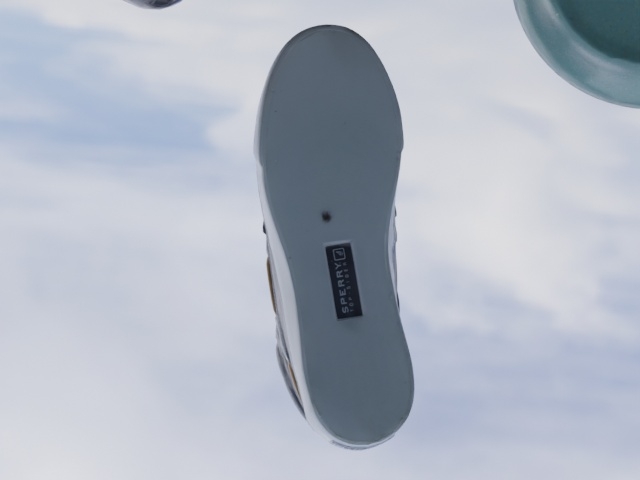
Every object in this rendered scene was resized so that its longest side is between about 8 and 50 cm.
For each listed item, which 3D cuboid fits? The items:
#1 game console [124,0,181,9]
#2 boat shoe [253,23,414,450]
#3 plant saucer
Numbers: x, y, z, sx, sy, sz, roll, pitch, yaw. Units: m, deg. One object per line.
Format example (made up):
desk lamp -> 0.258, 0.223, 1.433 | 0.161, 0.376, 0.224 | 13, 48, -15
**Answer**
game console -> -0.149, -0.300, 0.984 | 0.293, 0.250, 0.173 | 27, 171, 33
boat shoe -> 0.000, 0.000, 0.830 | 0.065, 0.183, 0.083 | -4, 178, -11
plant saucer -> 0.136, -0.113, 0.763 | 0.119, 0.119, 0.021 | 9, -174, 11
